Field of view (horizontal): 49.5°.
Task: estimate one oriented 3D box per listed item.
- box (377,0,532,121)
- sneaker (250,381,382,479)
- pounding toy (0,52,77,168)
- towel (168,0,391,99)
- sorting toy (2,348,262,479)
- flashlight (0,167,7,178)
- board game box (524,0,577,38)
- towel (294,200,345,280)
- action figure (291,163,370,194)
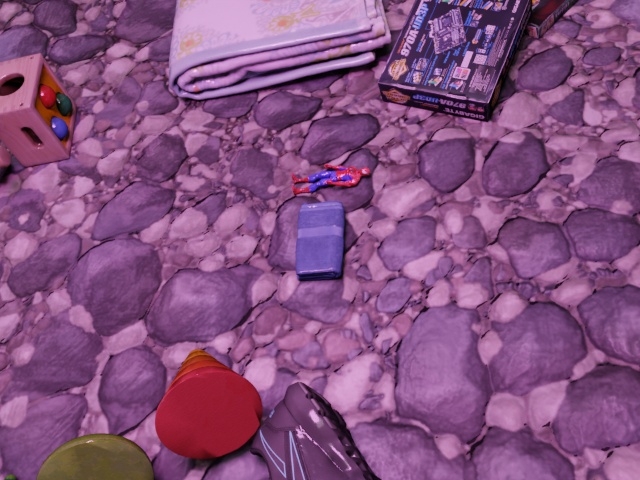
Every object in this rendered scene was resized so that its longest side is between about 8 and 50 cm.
[{"bbox_3d":[0.210,-0.301,1.073,0.175,0.051,0.220,16,71,22],"label":"box"},{"bbox_3d":[0.019,0.278,0.739,0.106,0.101,0.267,-43,50,1],"label":"sneaker"},{"bbox_3d":[-0.474,-0.198,1.106,0.094,0.181,0.206,-11,55,6],"label":"pounding toy"},{"bbox_3d":[-0.076,-0.404,1.209,0.375,0.090,0.320,-8,52,8],"label":"towel"},{"bbox_3d":[-0.245,0.235,0.824,0.366,0.127,0.126,-31,31,0],"label":"sorting toy"},{"bbox_3d":[-0.611,-0.034,1.087,0.103,0.103,0.304,21,68,9],"label":"flashlight"},{"bbox_3d":[0.385,-0.444,1.158,0.260,0.030,0.136,-44,56,-16],"label":"board game box"},{"bbox_3d":[0.000,0.000,0.954,0.067,0.029,0.119,-4,56,11],"label":"towel"},{"bbox_3d":[0.015,-0.092,1.014,0.115,0.030,0.038,-8,51,6],"label":"action figure"}]
